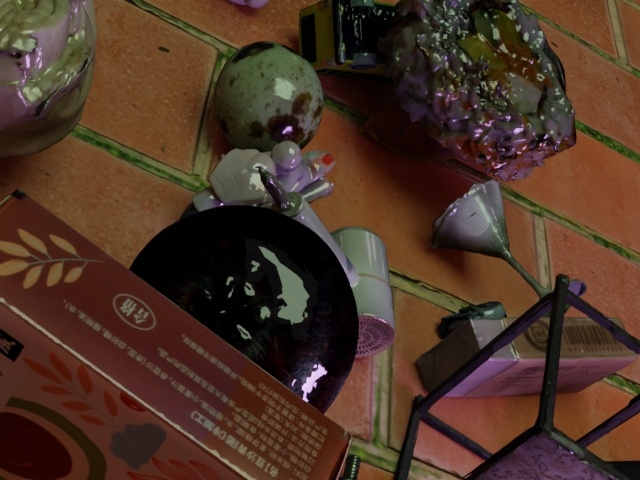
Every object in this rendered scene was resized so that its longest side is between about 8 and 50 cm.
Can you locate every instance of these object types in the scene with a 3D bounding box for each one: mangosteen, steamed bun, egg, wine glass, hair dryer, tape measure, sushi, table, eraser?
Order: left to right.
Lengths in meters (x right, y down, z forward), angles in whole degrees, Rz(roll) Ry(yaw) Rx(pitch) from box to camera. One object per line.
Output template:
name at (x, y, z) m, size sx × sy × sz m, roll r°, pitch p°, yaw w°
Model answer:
steamed bun at (-0.436, -0.215, 1.310) m, size 0.346 × 0.238 × 0.394 m, roll -22°, pitch 45°, yaw -23°
mangosteen at (-0.101, 0.102, 1.281) m, size 0.300 × 0.300 × 0.300 m, roll 21°, pitch 45°, yaw -23°
egg at (-0.081, -0.222, 1.637) m, size 0.169 × 0.169 × 0.231 m, roll 21°, pitch 31°, yaw -23°
hair dryer at (0.000, 0.000, 1.443) m, size 0.357 × 0.107 × 0.173 m, roll 55°, pitch 22°, yaw -46°
tape measure at (0.244, 0.127, 1.651) m, size 0.091 × 0.094 × 0.054 m, roll -19°, pitch 94°, yaw -47°
sushi at (0.270, -0.283, 1.799) m, size 0.417 × 0.175 × 0.418 m, roll 28°, pitch 46°, yaw -33°
wine glass at (0.305, 0.030, 1.705) m, size 0.156 × 0.156 × 0.232 m, roll -11°, pitch 51°, yaw -43°
eraser at (0.320, 0.179, 1.628) m, size 0.343 × 0.144 × 0.078 m, roll 4°, pitch 57°, yaw -37°
table at (0.271, 0.276, 1.362) m, size 0.222 × 0.335 × 0.272 m, roll 35°, pitch 40°, yaw -9°

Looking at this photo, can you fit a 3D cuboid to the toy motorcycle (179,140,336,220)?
toy motorcycle at (-0.076, -0.081, 1.519) m, size 0.260 × 0.171 × 0.110 m, roll -17°, pitch 69°, yaw -42°

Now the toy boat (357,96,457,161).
toy boat at (0.209, -0.213, 1.919) m, size 0.317 × 0.099 × 0.141 m, roll -12°, pitch 91°, yaw -42°

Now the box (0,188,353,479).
box at (-0.222, 0.191, 1.036) m, size 0.385 × 0.344 × 0.122 m, roll 37°, pitch 42°, yaw -6°

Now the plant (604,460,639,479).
plant at (0.482, 0.404, 1.557) m, size 0.255 × 0.164 × 0.142 m, roll 22°, pitch 44°, yaw -6°

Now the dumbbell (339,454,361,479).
dumbbell at (0.021, 0.358, 1.280) m, size 0.110 × 0.110 × 0.255 m, roll 32°, pitch 35°, yaw -12°

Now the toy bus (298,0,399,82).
toy bus at (0.097, -0.355, 1.899) m, size 0.262 × 0.150 × 0.128 m, roll -1°, pitch 87°, yaw -39°

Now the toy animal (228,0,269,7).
toy animal at (-0.113, -0.500, 1.838) m, size 0.127 × 0.193 × 0.179 m, roll -9°, pitch 70°, yaw -41°
